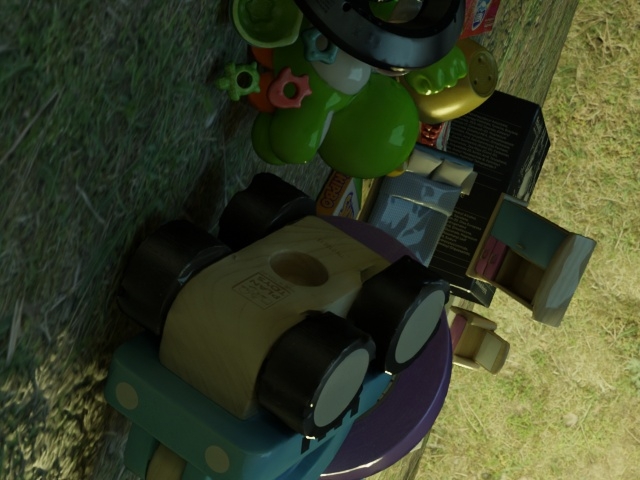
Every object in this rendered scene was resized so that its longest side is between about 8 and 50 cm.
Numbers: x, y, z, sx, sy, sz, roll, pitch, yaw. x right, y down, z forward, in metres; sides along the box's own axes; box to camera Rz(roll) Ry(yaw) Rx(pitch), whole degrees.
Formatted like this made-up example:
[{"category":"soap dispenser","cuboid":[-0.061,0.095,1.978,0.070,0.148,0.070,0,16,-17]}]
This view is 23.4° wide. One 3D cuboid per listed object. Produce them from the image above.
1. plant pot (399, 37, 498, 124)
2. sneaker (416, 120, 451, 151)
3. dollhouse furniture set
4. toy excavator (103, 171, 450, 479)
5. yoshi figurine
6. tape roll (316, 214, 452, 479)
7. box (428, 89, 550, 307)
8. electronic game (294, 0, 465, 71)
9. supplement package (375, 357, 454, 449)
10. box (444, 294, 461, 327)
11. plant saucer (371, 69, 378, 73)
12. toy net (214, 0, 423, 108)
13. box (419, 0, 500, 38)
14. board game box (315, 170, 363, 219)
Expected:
[{"category":"plant pot","cuboid":[0.187,-0.229,2.137,0.134,0.095,0.134,-2,92,-46]},{"category":"sneaker","cuboid":[0.160,-0.155,2.291,0.092,0.088,0.225,-56,162,-49]},{"category":"dollhouse furniture set","cuboid":[0.178,0.034,2.188,0.198,0.303,0.286,38,-73,60]},{"category":"toy excavator","cuboid":[-0.112,0.216,1.460,0.433,0.222,0.445,-30,144,-50]},{"category":"yoshi figurine","cuboid":[0.061,-0.213,1.572,0.362,0.203,0.203,-63,173,-13]},{"category":"tape roll","cuboid":[0.001,0.116,1.633,0.090,0.275,0.274,67,45,-73]},{"category":"box","cuboid":[0.235,-0.074,2.527,0.343,0.179,0.312,30,80,-77]},{"category":"electronic game","cuboid":[0.045,-0.259,1.412,0.048,0.229,0.229,-30,-159,45]},{"category":"supplement package","cuboid":[0.053,0.192,2.131,0.262,0.204,0.145,16,95,-78]},{"category":"box","cuboid":[0.219,0.040,2.795,0.094,0.113,0.275,45,68,-77]},{"category":"plant saucer","cuboid":[0.063,-0.207,1.966,0.192,0.018,0.067,92,22,-57]},{"category":"toy net","cuboid":[0.020,-0.180,1.435,0.045,0.232,0.122,-158,-109,-66]},{"category":"box","cuboid":[0.143,-0.321,1.867,0.257,0.128,0.122,-33,142,-70]},{"category":"board game box","cuboid":[0.000,0.000,2.003,0.124,0.039,0.259,92,20,-57]}]
